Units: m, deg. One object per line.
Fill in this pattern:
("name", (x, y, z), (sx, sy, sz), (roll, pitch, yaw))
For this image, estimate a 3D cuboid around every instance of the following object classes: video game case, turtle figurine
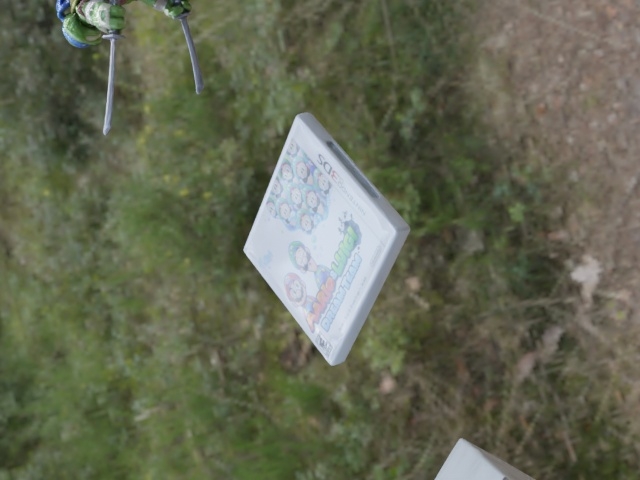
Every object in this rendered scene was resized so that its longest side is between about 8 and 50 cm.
("video game case", (0.000, 0.000, 1.006), (0.143, 0.019, 0.157), (51, 136, 30))
("turtle figurine", (-0.215, -0.320, 1.578), (0.275, 0.197, 0.266), (53, 130, 30))

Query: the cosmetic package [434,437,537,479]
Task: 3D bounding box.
("cosmetic package", (0.158, 0.315, 1.046), (0.156, 0.217, 0.385), (31, 176, -2))
